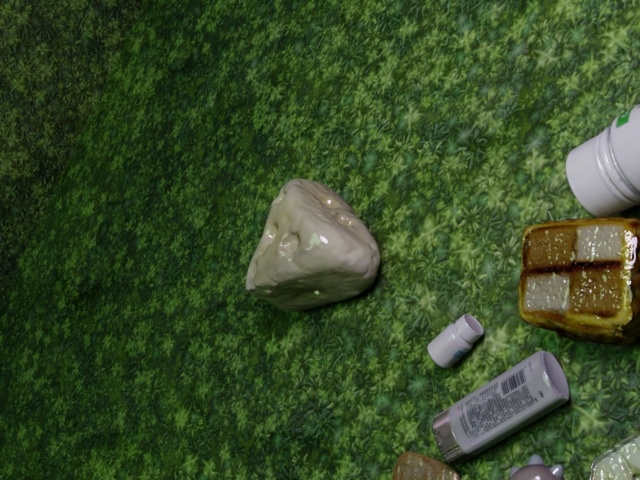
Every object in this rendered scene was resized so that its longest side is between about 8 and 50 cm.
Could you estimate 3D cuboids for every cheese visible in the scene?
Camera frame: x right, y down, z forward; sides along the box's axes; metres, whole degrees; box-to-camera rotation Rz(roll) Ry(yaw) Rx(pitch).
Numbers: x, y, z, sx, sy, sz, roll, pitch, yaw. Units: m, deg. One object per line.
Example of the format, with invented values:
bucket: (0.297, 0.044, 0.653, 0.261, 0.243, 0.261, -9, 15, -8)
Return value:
cheese: (-0.001, -0.001, 1.980, 0.248, 0.174, 0.251, -3, 66, 50)

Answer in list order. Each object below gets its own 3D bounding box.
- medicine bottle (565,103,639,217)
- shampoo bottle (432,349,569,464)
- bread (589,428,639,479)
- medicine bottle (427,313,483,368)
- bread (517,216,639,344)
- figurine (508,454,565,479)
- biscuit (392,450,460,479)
medicine bottle: (0.471, -0.127, 1.508, 0.237, 0.139, 0.139, -33, 50, 46)
shampoo bottle: (0.270, 0.256, 1.632, 0.227, 0.056, 0.086, -40, 49, 31)
bread: (0.430, 0.355, 1.385, 0.128, 0.088, 0.232, -32, 45, 26)
medicine bottle: (0.218, 0.163, 1.738, 0.089, 0.052, 0.052, -47, 44, 25)
bread: (0.386, 0.056, 1.550, 0.222, 0.096, 0.181, -1, 77, 51)
figurine: (0.302, 0.484, 1.393, 0.248, 0.203, 0.380, -40, 55, 10)
biscuit: (0.169, 0.383, 1.723, 0.147, 0.018, 0.071, 11, 81, 50)
